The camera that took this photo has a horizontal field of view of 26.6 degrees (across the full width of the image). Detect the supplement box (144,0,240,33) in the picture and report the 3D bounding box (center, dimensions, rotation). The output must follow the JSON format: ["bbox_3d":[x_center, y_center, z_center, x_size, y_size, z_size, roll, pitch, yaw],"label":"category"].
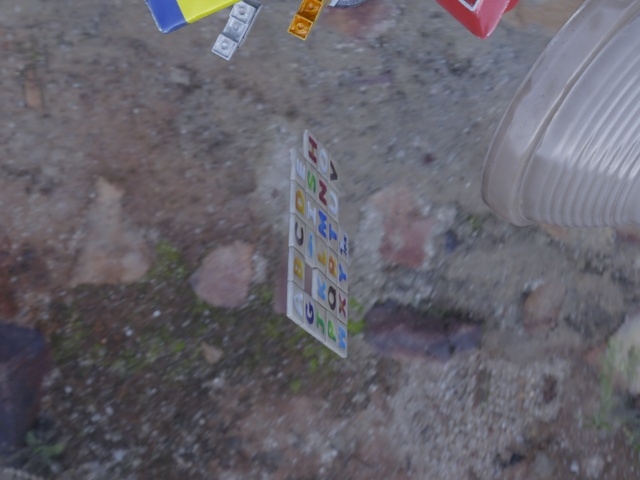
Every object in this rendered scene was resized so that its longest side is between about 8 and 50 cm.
[{"bbox_3d":[0.012,-0.333,1.070,0.356,0.194,0.195,-20,105,17],"label":"supplement box"}]

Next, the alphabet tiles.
[{"bbox_3d":[0.000,0.000,1.584,0.009,0.198,0.237,-5,70,18],"label":"alphabet tiles"}]

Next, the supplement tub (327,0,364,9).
[{"bbox_3d":[0.042,-0.364,1.707,0.106,0.198,0.106,1,84,-11],"label":"supplement tub"}]

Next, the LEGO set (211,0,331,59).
[{"bbox_3d":[-0.010,-0.267,1.293,0.087,0.093,0.227,29,108,0],"label":"LEGO set"}]

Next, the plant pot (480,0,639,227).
[{"bbox_3d":[0.238,-0.092,1.032,0.110,0.237,0.237,39,106,22],"label":"plant pot"}]

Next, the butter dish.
[{"bbox_3d":[0.219,-0.356,1.695,0.160,0.118,0.160,48,130,31],"label":"butter dish"}]
